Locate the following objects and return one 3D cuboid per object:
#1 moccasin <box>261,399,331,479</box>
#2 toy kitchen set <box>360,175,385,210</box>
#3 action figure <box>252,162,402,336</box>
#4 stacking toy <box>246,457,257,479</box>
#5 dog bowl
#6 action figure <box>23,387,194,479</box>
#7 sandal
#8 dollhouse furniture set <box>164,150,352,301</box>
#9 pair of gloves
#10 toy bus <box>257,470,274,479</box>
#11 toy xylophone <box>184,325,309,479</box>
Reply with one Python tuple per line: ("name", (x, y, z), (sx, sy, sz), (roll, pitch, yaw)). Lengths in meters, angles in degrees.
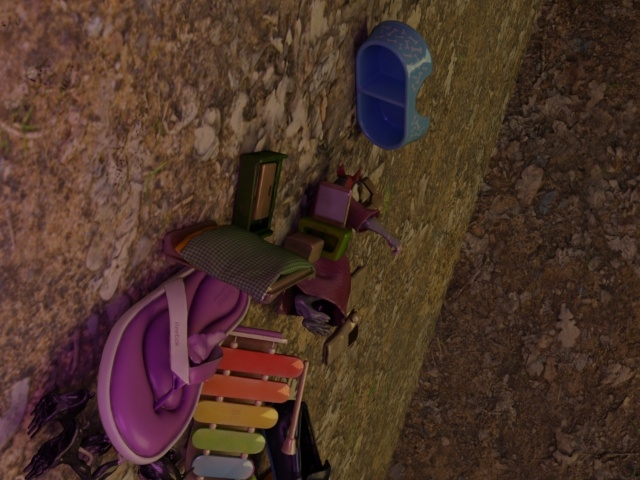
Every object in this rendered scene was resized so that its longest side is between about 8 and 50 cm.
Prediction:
("moccasin", (-0.034, 0.526, 1.571), (0.138, 0.117, 0.342), (-27, 97, -67))
("toy kitchen set", (0.103, -0.108, 1.760), (0.083, 0.075, 0.068), (-39, -163, 0))
("action figure", (0.000, 0.000, 1.465), (0.275, 0.248, 0.370), (20, 70, -27))
("stacking toy", (-0.182, 0.483, 1.379), (0.166, 0.175, 0.302), (-136, -138, -82))
("dog bowl", (0.153, -0.326, 1.540), (0.074, 0.166, 0.297), (-43, 145, -33))
("action figure", (-0.279, 0.309, 0.950), (0.141, 0.164, 0.276), (-38, 133, 2))
("sandal", (-0.186, 0.128, 1.006), (0.169, 0.102, 0.416), (54, 28, -20))
("dollhouse furniture set", (-0.083, -0.037, 1.119), (0.301, 0.197, 0.151), (-25, 130, -63))
("pair of gloves", (0.077, 0.201, 1.902), (0.204, 0.042, 0.240), (-34, 136, -58))
("toy bus", (-0.088, 0.627, 1.701), (0.332, 0.130, 0.108), (-15, 120, -65))
("toy xylophone", (-0.130, 0.304, 1.286), (0.081, 0.236, 0.323), (-151, -113, -68))
